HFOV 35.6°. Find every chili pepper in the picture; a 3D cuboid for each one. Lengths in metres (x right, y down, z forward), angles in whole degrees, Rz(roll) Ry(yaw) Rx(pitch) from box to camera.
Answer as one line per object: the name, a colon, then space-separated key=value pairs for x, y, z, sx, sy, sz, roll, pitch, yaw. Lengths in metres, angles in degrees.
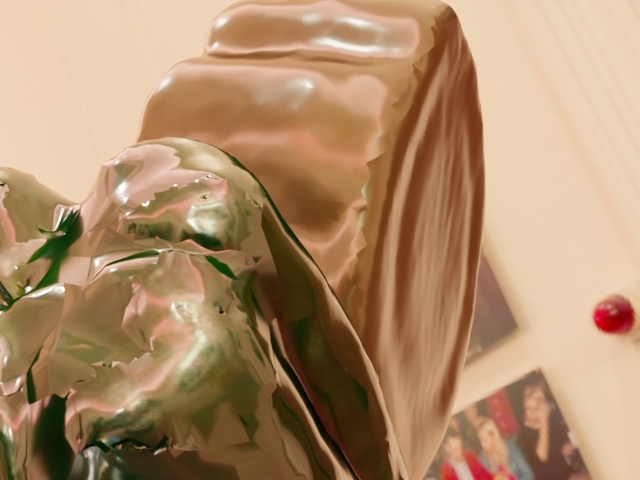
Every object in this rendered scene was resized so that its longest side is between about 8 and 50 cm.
chili pepper: x=-0.079 y=0.100 z=0.423 sx=0.233 sy=0.248 sz=0.256 roll=-15 pitch=-58 yaw=-3

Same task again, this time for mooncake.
mooncake: x=0.000 y=0.000 z=0.762 sx=0.201 sy=0.378 sz=0.378 roll=7 pitch=-11 yaw=18
